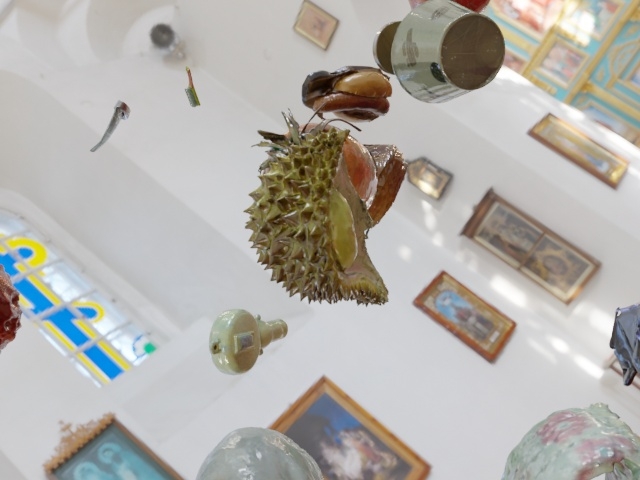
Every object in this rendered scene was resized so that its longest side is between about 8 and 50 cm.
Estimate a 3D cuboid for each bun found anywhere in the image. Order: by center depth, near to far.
[{"bbox_3d":[-0.089,0.511,1.169,0.211,0.361,0.362,-10,2,25],"label":"bun"}]

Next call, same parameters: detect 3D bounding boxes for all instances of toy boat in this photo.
[{"bbox_3d":[-0.459,-0.243,1.450,0.122,0.034,0.096,-61,7,-11],"label":"toy boat"}]

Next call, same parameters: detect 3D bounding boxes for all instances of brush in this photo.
[{"bbox_3d":[-0.265,-0.312,1.350,0.021,0.019,0.083,-27,-59,-27],"label":"brush"}]

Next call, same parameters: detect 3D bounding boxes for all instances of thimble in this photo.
[{"bbox_3d":[0.335,0.317,0.833,0.149,0.185,0.211,-120,49,-81],"label":"thimble"}]

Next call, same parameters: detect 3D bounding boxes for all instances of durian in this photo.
[{"bbox_3d":[0.000,0.000,0.934,0.166,0.172,0.306,-47,-51,-26],"label":"durian"}]

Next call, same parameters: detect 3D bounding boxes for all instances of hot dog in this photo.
[{"bbox_3d":[0.032,-0.139,1.659,0.267,0.388,0.174,-59,-41,-35],"label":"hot dog"},{"bbox_3d":[0.098,-0.398,1.915,0.326,0.107,0.194,-19,-33,-30],"label":"hot dog"}]

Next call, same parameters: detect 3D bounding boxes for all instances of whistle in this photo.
[{"bbox_3d":[-0.138,0.192,1.306,0.258,0.067,0.126,-1,-91,-66],"label":"whistle"}]

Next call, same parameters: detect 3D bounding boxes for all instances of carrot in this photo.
[{"bbox_3d":[0.003,-0.135,1.312,0.214,0.193,0.331,-30,-14,22],"label":"carrot"}]

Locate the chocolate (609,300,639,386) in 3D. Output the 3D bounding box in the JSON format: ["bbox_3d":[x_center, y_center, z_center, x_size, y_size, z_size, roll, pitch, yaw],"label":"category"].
[{"bbox_3d":[0.414,0.067,0.728,0.126,0.148,0.343,-6,-42,-23],"label":"chocolate"}]

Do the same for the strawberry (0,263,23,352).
[{"bbox_3d":[-0.746,0.075,1.270,0.318,0.345,0.295,-2,-37,-25],"label":"strawberry"}]

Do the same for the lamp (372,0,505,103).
[{"bbox_3d":[0.135,-0.229,0.810,0.121,0.121,0.215,-52,23,1],"label":"lamp"}]

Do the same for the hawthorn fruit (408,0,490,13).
[{"bbox_3d":[0.269,-0.520,1.359,0.179,0.179,0.200,-54,10,8],"label":"hawthorn fruit"}]
